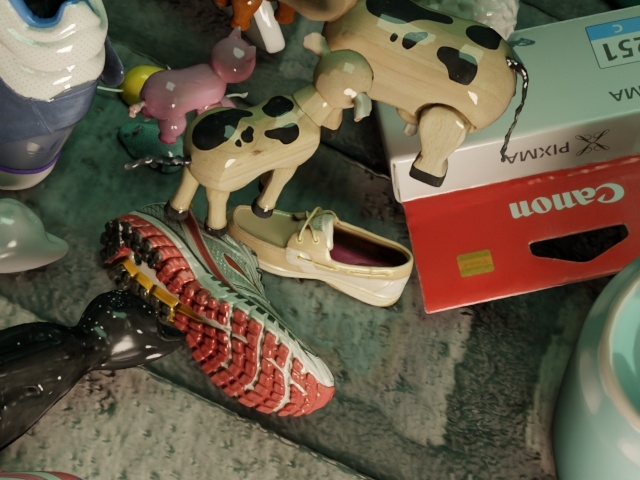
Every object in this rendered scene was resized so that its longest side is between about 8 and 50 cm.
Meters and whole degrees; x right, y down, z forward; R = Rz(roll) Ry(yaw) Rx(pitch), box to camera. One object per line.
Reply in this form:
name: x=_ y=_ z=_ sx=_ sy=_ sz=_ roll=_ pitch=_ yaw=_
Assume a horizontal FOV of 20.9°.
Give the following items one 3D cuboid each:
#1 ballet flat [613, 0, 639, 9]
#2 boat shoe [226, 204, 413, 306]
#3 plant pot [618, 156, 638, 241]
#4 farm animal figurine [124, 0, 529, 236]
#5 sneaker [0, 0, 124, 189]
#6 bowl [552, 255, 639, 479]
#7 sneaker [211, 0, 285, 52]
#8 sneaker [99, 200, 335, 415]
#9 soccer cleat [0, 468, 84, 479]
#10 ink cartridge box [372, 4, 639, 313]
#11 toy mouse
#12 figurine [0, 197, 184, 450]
ballet flat: x=0.395 y=-0.231 z=1.870 sx=0.068 sy=0.072 sz=0.213 roll=-22 pitch=64 yaw=-43
boat shoe: x=0.000 y=0.000 z=1.479 sx=0.170 sy=0.059 sz=0.063 roll=18 pitch=47 yaw=-12
plant pot: x=0.364 y=-0.008 z=1.637 sx=0.237 sy=0.109 sz=0.237 roll=15 pitch=48 yaw=-17
farm animal figurine: x=0.019 y=-0.154 z=1.429 sx=0.327 sy=0.172 sz=0.330 roll=11 pitch=48 yaw=-10
sneaker: x=-0.286 y=-0.219 z=1.396 sx=0.130 sy=0.236 sz=0.323 roll=-25 pitch=67 yaw=-39
bowl: x=0.322 y=0.114 z=1.363 sx=0.312 sy=0.163 sz=0.311 roll=-9 pitch=58 yaw=14
sneaker: x=-0.158 y=-0.276 z=1.619 sx=0.295 sy=0.147 sz=0.104 roll=56 pitch=1 yaw=-10
sneaker: x=-0.068 y=0.045 z=1.387 sx=0.225 sy=0.088 sz=0.093 roll=45 pitch=46 yaw=13
soccer cleat: x=-0.273 y=0.182 z=1.176 sx=0.248 sy=0.083 sz=0.095 roll=-10 pitch=53 yaw=-30
ink cartridge box: x=0.209 y=-0.082 z=1.550 sx=0.296 sy=0.066 sz=0.261 roll=-12 pitch=49 yaw=1
toy mouse: x=-0.118 y=-0.101 z=1.525 sx=0.161 sy=0.031 sz=0.143 roll=-8 pitch=57 yaw=-32
figurine: x=-0.239 y=0.049 z=1.291 sx=0.215 sy=0.092 sz=0.209 roll=38 pitch=36 yaw=25
